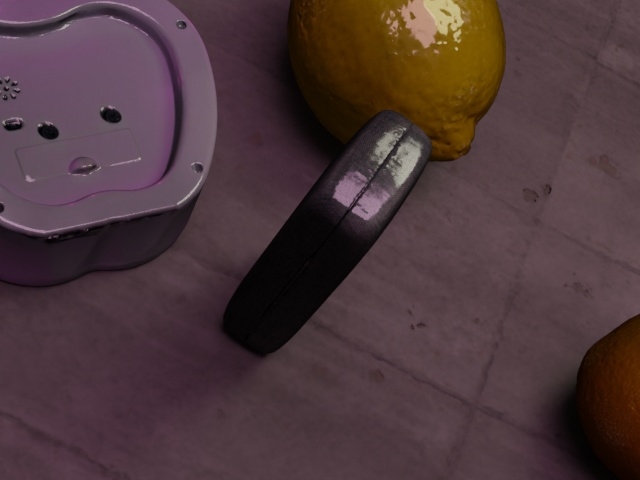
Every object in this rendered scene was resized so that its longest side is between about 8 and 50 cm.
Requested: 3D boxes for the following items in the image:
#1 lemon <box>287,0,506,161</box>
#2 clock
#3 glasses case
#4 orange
[{"bbox_3d":[0.078,-0.215,1.675,0.236,0.236,0.263,5,44,-19],"label":"lemon"},{"bbox_3d":[-0.263,-0.125,1.569,0.338,0.102,0.338,9,59,-16],"label":"clock"},{"bbox_3d":[0.000,0.000,1.468,0.074,0.323,0.131,35,59,-2],"label":"glasses case"},{"bbox_3d":[0.361,0.166,1.600,0.206,0.206,0.206,9,60,-16],"label":"orange"}]
